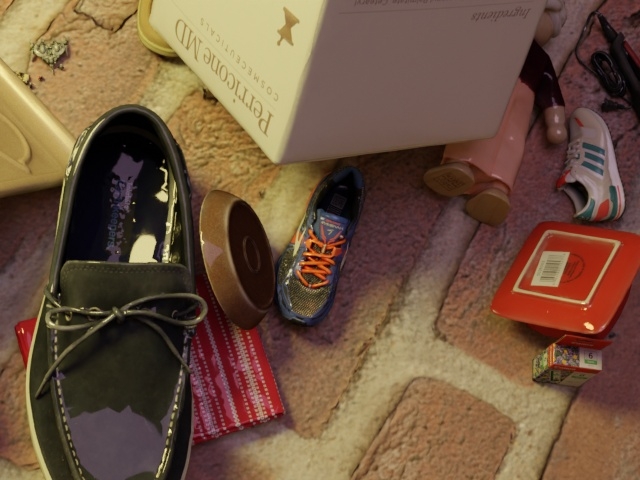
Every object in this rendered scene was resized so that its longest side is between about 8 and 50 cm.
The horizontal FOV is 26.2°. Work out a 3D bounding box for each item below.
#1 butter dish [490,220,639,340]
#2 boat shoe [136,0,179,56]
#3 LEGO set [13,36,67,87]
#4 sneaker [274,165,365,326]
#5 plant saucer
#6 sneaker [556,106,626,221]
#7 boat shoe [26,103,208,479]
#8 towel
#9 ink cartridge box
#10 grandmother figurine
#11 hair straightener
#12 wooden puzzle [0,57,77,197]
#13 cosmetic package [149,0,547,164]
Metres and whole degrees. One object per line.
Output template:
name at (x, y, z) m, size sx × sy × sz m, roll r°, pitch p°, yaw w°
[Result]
butter dish at (0.316, 0.069, 1.693) m, size 0.160 × 0.118 × 0.160 m, roll 11°, pitch 55°, yaw 36°
boat shoe at (-0.158, -0.367, 1.768) m, size 0.105 × 0.089 × 0.285 m, roll 21°, pitch 67°, yaw -5°
LEGO set at (-0.343, -0.227, 1.709) m, size 0.054 × 0.023 × 0.083 m, roll 22°, pitch 66°, yaw -3°
sneaker at (0.000, 0.000, 1.661) m, size 0.083 × 0.087 × 0.221 m, roll 17°, pitch 66°, yaw -4°
plant saucer at (-0.090, 0.019, 1.596) m, size 0.029 × 0.168 × 0.168 m, roll -15°, pitch 69°, yaw 18°
sneaker at (0.340, -0.099, 1.789) m, size 0.075 × 0.057 × 0.161 m, roll -6°, pitch 73°, yaw -20°
boat shoe at (-0.222, 0.077, 1.514) m, size 0.187 × 0.156 × 0.500 m, roll 5°, pitch 69°, yaw -12°
towel at (-0.198, 0.152, 1.590) m, size 0.275 × 0.031 × 0.198 m, roll -14°, pitch 72°, yaw -18°
ink cartridge box at (0.302, 0.145, 1.654) m, size 0.063 × 0.115 × 0.029 m, roll 8°, pitch 68°, yaw -9°
grandmother figurine at (0.236, -0.201, 1.791) m, size 0.208 × 0.104 × 0.342 m, roll 38°, pitch 60°, yaw -25°
hair straightener at (0.413, -0.210, 1.854) m, size 0.089 × 0.047 × 0.230 m, roll -22°, pitch 75°, yaw -20°
wooden puzzle at (-0.468, -0.152, 1.554) m, size 0.322 × 0.080 × 0.348 m, roll 46°, pitch 24°, yaw 8°
cosmetic package at (0.049, -0.345, 1.552) m, size 0.327 × 0.393 × 0.329 m, roll -10°, pitch 42°, yaw -34°
